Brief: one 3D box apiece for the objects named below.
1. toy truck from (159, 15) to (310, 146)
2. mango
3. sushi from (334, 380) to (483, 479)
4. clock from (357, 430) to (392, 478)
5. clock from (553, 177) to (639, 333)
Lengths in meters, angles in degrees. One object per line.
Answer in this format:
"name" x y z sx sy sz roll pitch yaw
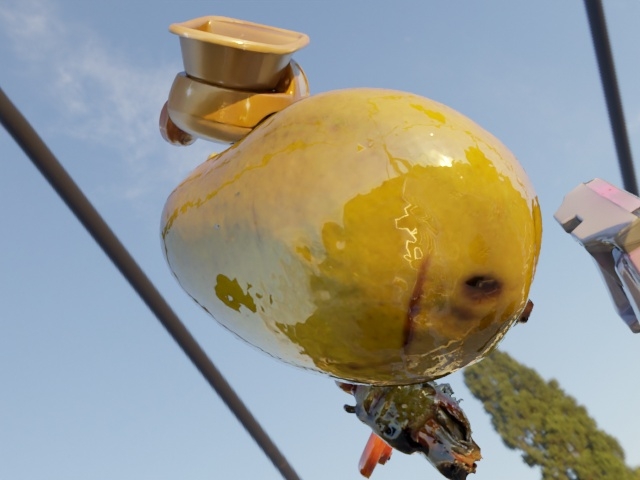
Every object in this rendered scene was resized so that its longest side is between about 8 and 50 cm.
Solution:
"toy truck" -0.130 -0.240 1.125 0.288 0.204 0.212 -37 -39 -63
"mango" 0.000 0.000 0.709 0.220 0.444 0.302 -43 -52 -48
"sushi" 0.114 0.210 0.885 0.103 0.226 0.097 6 -72 -57
"clock" 0.130 0.353 1.313 0.205 0.051 0.205 -60 -12 -23
"clock" 0.377 0.033 0.839 0.083 0.186 0.253 -35 7 13
